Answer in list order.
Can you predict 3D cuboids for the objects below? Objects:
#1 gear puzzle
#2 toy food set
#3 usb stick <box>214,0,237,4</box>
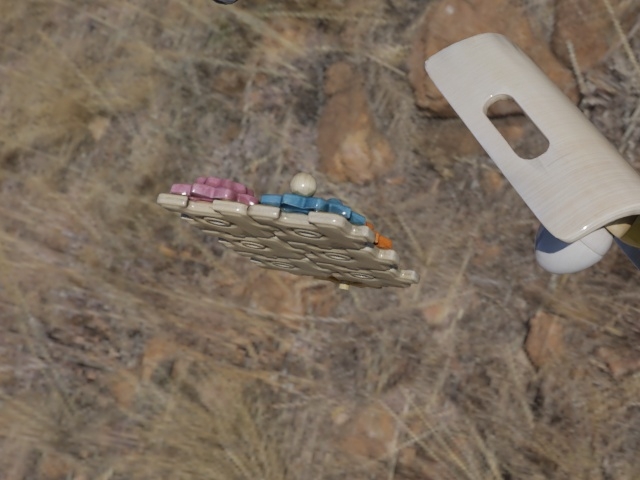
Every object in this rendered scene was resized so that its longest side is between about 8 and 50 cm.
[{"bbox_3d":[0.000,0.000,0.997,0.175,0.339,0.044,7,78,20],"label":"gear puzzle"},{"bbox_3d":[0.218,-0.011,0.844,0.092,0.306,0.220,-43,42,14],"label":"toy food set"},{"bbox_3d":[-0.083,-0.350,1.063,0.077,0.045,0.278,34,138,13],"label":"usb stick"}]
